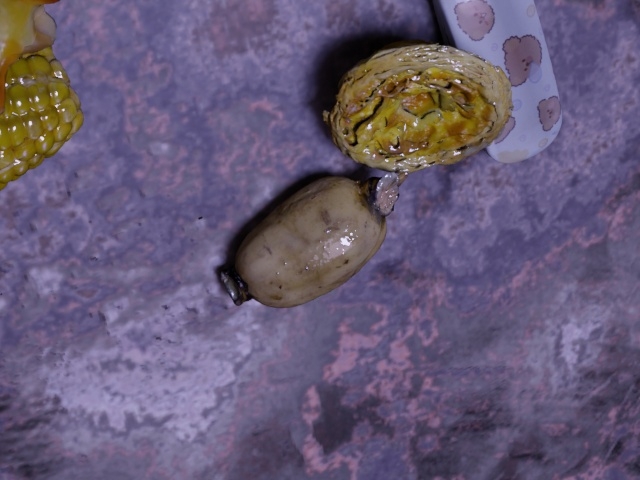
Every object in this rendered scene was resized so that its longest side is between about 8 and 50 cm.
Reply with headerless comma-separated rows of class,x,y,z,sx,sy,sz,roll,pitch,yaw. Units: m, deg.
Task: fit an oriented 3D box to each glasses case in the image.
glasses case,0.121,-0.125,0.974,0.063,0.041,0.164,-27,125,-8

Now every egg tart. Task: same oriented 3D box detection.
egg tart,0.065,-0.094,0.945,0.129,0.049,0.129,-2,146,-1

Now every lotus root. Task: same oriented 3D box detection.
lotus root,0.000,0.000,0.979,0.152,0.063,0.072,-37,115,9

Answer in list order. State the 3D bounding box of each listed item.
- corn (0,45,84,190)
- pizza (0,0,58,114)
corn,-0.283,-0.030,0.816,0.305,0.106,0.106,-23,124,-11
pizza,-0.204,-0.187,0.703,0.440,0.130,0.406,-3,101,-16
